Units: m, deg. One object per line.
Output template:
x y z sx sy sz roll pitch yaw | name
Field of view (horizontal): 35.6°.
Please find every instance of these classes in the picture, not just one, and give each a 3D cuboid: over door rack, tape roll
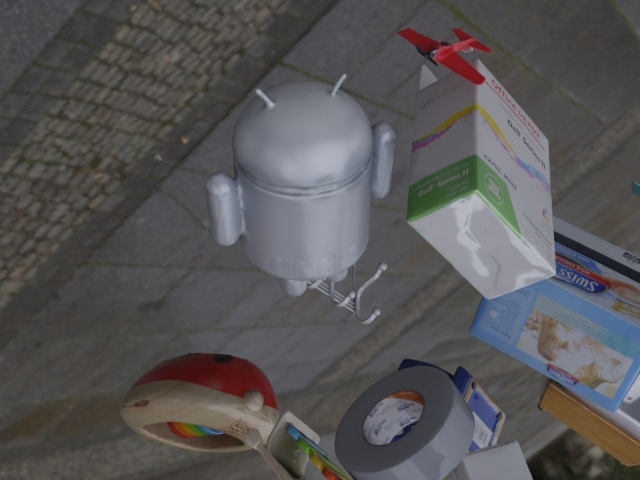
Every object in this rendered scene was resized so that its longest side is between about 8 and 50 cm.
0.037 -0.006 2.168 0.108 0.324 0.239 -26 143 23 | over door rack
0.132 0.302 1.577 0.219 0.072 0.219 -28 -153 16 | tape roll

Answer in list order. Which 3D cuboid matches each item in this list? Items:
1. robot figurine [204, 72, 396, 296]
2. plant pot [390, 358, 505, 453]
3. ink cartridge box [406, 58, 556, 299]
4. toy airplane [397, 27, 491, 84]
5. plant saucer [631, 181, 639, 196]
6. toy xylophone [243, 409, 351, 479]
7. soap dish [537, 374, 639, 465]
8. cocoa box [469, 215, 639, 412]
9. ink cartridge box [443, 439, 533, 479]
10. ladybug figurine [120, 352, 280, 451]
-0.024 -0.084 1.447 0.299 0.200 0.354 -22 137 -21 | robot figurine
0.288 0.435 2.342 0.212 0.236 0.236 -8 -136 44 | plant pot
0.240 -0.117 1.466 0.119 0.354 0.207 -27 128 32 | ink cartridge box
0.189 -0.271 1.417 0.151 0.151 0.028 -16 139 -46 | toy airplane
0.608 -0.062 1.718 0.192 0.067 0.018 11 113 -39 | plant saucer
0.007 0.397 1.635 0.081 0.322 0.236 -47 139 -5 | toy xylophone
0.616 0.347 2.201 0.118 0.290 0.229 -54 -177 31 | soap dish
0.528 0.141 2.066 0.228 0.347 0.232 -41 153 -46 | cocoa box
0.318 0.552 1.953 0.131 0.226 0.306 -10 154 -21 | ink cartridge box
-0.250 0.345 2.141 0.305 0.162 0.449 29 151 -32 | ladybug figurine
